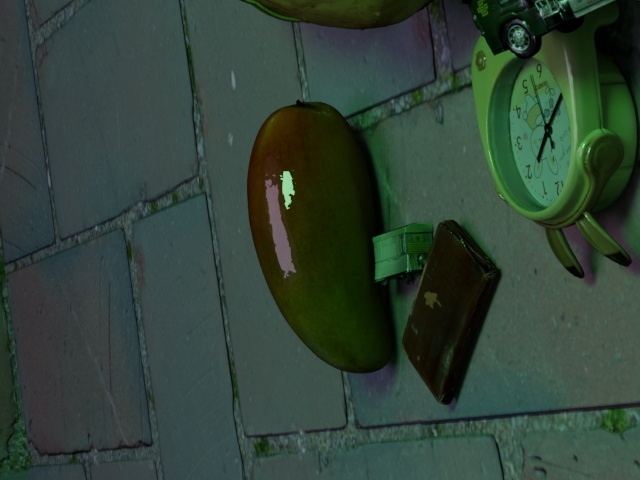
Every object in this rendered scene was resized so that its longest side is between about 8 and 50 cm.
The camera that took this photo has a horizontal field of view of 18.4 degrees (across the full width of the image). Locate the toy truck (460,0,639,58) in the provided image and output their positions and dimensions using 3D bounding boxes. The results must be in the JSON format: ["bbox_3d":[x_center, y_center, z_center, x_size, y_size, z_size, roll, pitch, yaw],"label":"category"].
[{"bbox_3d":[0.213,-0.231,1.487,0.259,0.088,0.121,-22,95,48],"label":"toy truck"}]

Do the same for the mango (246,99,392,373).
[{"bbox_3d":[-0.002,-0.002,2.052,0.129,0.146,0.289,-15,79,20],"label":"mango"}]

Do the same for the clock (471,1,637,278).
[{"bbox_3d":[0.205,-0.084,1.671,0.170,0.069,0.232,-21,78,64],"label":"clock"}]

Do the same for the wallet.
[{"bbox_3d":[0.126,0.068,1.928,0.095,0.026,0.176,53,143,39],"label":"wallet"}]

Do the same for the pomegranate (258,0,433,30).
[{"bbox_3d":[0.015,-0.325,1.789,0.281,0.281,0.281,174,90,-65],"label":"pomegranate"}]

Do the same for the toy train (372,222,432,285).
[{"bbox_3d":[0.083,0.015,1.992,0.093,0.038,0.056,160,105,-65],"label":"toy train"}]

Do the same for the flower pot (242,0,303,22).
[{"bbox_3d":[-0.043,-0.321,2.033,0.179,0.195,0.195,-160,66,-76],"label":"flower pot"}]
